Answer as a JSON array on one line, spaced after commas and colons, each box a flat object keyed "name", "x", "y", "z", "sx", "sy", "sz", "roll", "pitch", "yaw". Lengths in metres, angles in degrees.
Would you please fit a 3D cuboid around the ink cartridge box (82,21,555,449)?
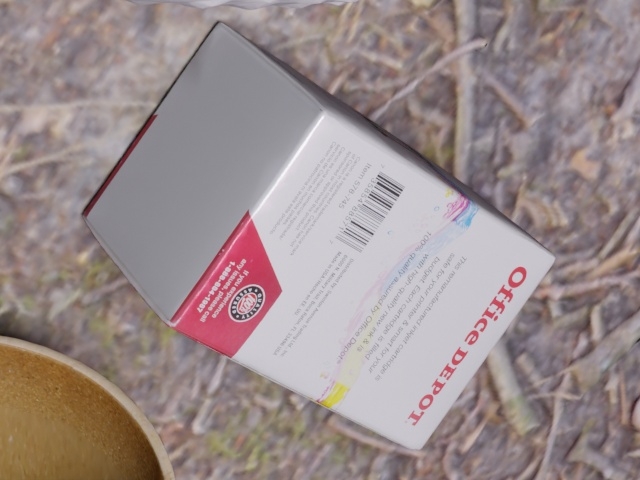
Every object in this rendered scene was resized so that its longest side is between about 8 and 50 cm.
[{"name": "ink cartridge box", "x": 0.000, "y": 0.000, "z": 0.959, "sx": 0.176, "sy": 0.127, "sz": 0.128, "roll": 31, "pitch": 97, "yaw": -36}]

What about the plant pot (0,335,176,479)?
[{"name": "plant pot", "x": -0.186, "y": 0.214, "z": 0.937, "sx": 0.237, "sy": 0.237, "sz": 0.254, "roll": -18, "pitch": 138, "yaw": -20}]

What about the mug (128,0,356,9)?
[{"name": "mug", "x": 0.037, "y": -0.201, "z": 0.701, "sx": 0.276, "sy": 0.374, "sz": 0.328, "roll": -65, "pitch": 161, "yaw": 15}]
